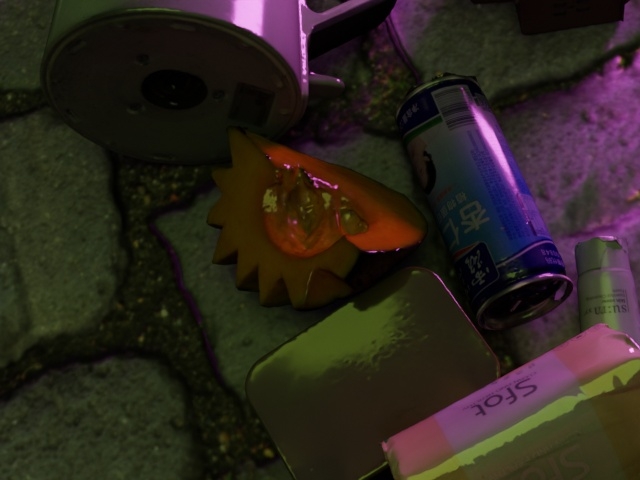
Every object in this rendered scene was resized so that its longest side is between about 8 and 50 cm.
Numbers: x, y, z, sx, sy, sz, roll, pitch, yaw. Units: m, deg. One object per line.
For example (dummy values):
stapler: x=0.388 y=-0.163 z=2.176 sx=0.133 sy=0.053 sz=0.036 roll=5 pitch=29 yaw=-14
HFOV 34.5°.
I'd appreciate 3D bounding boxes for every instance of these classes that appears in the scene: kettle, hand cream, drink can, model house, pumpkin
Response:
kettle: x=-0.090 y=-0.297 z=1.093 sx=0.360 sy=0.250 sz=0.377 roll=4 pitch=61 yaw=-8
hand cream: x=0.259 y=0.098 z=0.911 sx=0.078 sy=0.050 sz=0.205 roll=-5 pitch=69 yaw=8
drink can: x=0.149 y=-0.040 z=0.974 sx=0.097 sy=0.097 sz=0.235 roll=-21 pitch=63 yaw=2
model house: x=0.209 y=-0.343 z=1.020 sx=0.176 sy=0.248 sz=0.181 roll=-9 pitch=62 yaw=9
pumpkin: x=0.000 y=0.000 z=1.000 sx=0.254 sy=0.149 sz=0.131 roll=42 pitch=118 yaw=44

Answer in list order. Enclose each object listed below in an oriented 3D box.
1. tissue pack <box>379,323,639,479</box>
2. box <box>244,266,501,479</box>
tissue pack: x=0.183 y=0.192 z=0.816 sx=0.222 sy=0.090 sz=0.186 roll=-26 pitch=106 yaw=1
box: x=0.050 y=0.135 z=0.914 sx=0.201 sy=0.090 sz=0.144 roll=-33 pitch=62 yaw=-4
